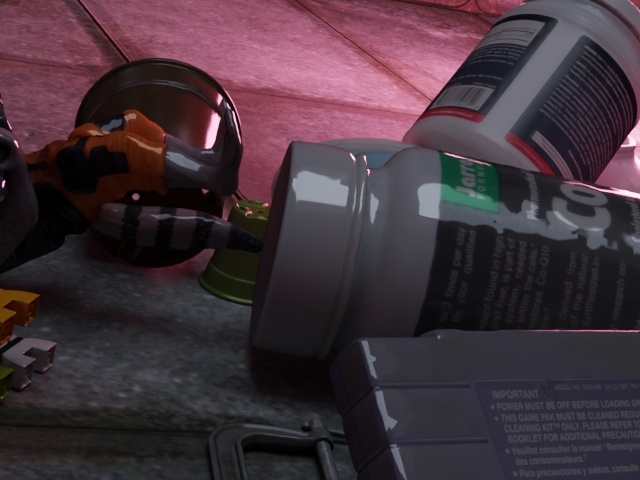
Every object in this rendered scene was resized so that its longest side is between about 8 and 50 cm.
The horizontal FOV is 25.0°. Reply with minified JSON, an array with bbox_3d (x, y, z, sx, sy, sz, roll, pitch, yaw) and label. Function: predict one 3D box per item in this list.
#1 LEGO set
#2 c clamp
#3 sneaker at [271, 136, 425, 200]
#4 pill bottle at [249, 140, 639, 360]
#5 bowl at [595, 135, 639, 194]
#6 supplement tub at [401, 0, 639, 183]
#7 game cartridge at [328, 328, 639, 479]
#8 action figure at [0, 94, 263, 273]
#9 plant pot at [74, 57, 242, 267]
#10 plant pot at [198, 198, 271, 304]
[{"bbox_3d":[-0.264,0.072,0.981,0.093,0.087,0.227,17,18,10],"label":"LEGO set"},{"bbox_3d":[-0.011,0.159,1.007,0.137,0.022,0.160,12,18,-7],"label":"c clamp"},{"bbox_3d":[0.093,-0.004,1.388,0.366,0.135,0.150,17,23,25],"label":"sneaker"},{"bbox_3d":[0.135,0.039,1.174,0.361,0.204,0.204,12,19,-7],"label":"pill bottle"},{"bbox_3d":[0.288,-0.074,1.724,0.298,0.134,0.298,12,18,-4],"label":"bowl"},{"bbox_3d":[0.226,-0.131,1.537,0.191,0.191,0.272,24,61,29],"label":"supplement tub"},{"bbox_3d":[0.189,0.163,0.907,0.355,0.068,0.230,3,51,-29],"label":"game cartridge"},{"bbox_3d":[-0.218,-0.021,1.123,0.330,0.178,0.341,-14,22,-3],"label":"action figure"},{"bbox_3d":[-0.155,-0.065,1.365,0.167,0.167,0.165,10,27,-10],"label":"plant pot"},{"bbox_3d":[-0.063,0.007,1.320,0.083,0.079,0.083,12,19,-4],"label":"plant pot"}]
